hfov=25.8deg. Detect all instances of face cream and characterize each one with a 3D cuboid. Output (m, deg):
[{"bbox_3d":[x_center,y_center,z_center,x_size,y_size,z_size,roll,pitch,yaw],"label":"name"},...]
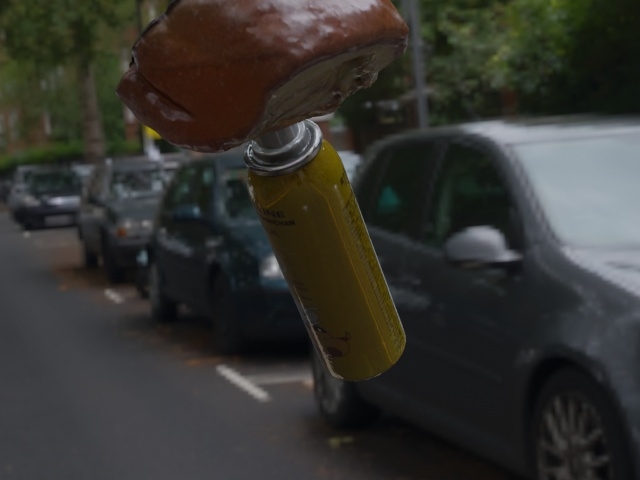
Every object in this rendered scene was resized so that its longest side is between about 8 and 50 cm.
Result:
[{"bbox_3d":[0.000,0.000,1.497,0.105,0.348,0.105,-12,40,11],"label":"face cream"}]

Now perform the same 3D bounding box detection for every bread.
[{"bbox_3d":[-0.030,-0.168,1.198,0.244,0.123,0.190,-29,-10,-45],"label":"bread"}]
